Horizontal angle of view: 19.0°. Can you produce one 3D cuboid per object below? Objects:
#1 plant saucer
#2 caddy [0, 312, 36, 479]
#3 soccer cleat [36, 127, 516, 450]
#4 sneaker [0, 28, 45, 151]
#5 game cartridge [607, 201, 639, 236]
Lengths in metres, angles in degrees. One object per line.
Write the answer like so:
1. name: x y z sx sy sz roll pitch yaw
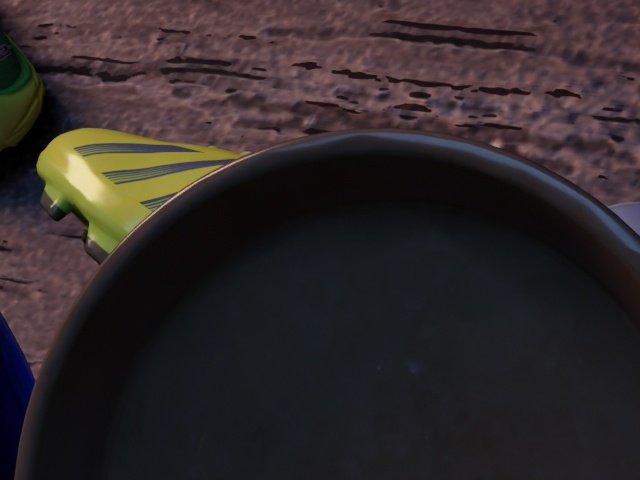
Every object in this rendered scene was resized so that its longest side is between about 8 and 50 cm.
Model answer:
1. plant saucer: 0.019 0.099 0.675 0.278 0.041 0.277 -2 84 23
2. caddy: -0.208 0.137 0.775 0.179 0.241 0.341 -19 47 21
3. soccer cleat: 0.001 0.001 0.794 0.289 0.093 0.121 24 77 36
4. sneaker: -0.259 -0.147 1.124 0.109 0.123 0.295 -43 44 -8
5. game cartridge: 0.051 0.110 0.779 0.294 0.060 0.196 -32 40 3
